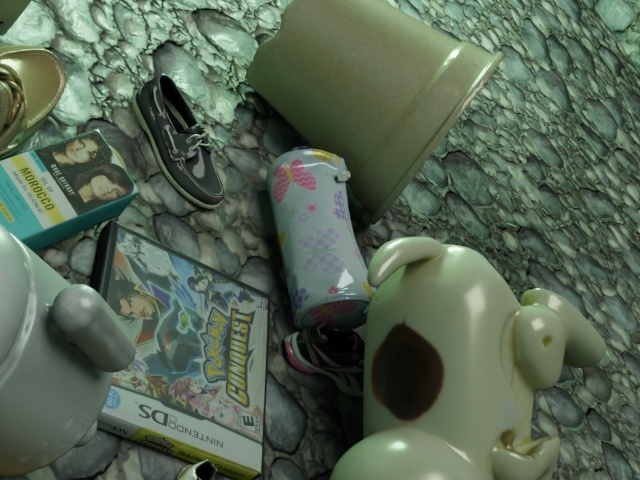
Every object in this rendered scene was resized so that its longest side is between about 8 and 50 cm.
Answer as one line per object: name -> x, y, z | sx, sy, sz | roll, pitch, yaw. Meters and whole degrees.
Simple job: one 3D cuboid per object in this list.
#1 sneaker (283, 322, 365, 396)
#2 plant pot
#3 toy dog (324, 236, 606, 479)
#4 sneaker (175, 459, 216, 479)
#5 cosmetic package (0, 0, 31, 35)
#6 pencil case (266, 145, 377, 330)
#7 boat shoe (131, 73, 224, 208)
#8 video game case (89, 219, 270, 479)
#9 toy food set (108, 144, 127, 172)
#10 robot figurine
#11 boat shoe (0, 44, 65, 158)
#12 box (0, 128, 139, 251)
sneaker -> 0.040, 0.161, 1.459 | 0.178, 0.077, 0.072 | 20, 48, -36
plant pot -> 0.066, -0.247, 1.670 | 0.305, 0.334, 0.334 | 37, 37, 0
toy dog -> 0.155, 0.233, 1.319 | 0.395, 0.284, 0.408 | 56, 47, -47
sneaker -> -0.153, 0.283, 1.184 | 0.040, 0.043, 0.109 | 45, 39, -10
cosmetic package -> -0.464, -0.436, 1.385 | 0.129, 0.153, 0.296 | 6, 54, -45
pencil case -> 0.000, 0.000, 1.521 | 0.124, 0.113, 0.273 | -7, 59, -9
boat shoe -> -0.191, -0.140, 1.486 | 0.075, 0.065, 0.206 | -20, 75, -52
video game case -> -0.172, 0.133, 1.298 | 0.248, 0.035, 0.275 | 27, 43, -28
toy food set -> -0.288, -0.096, 1.385 | 0.082, 0.020, 0.083 | -3, 61, -47
robot figurine -> -0.319, 0.092, 0.963 | 0.353, 0.299, 0.200 | 59, 23, -60
boat shoe -> -0.387, -0.146, 1.225 | 0.122, 0.110, 0.341 | 62, 33, -18
box -> -0.336, -0.046, 1.242 | 0.244, 0.060, 0.100 | -29, 82, -47
